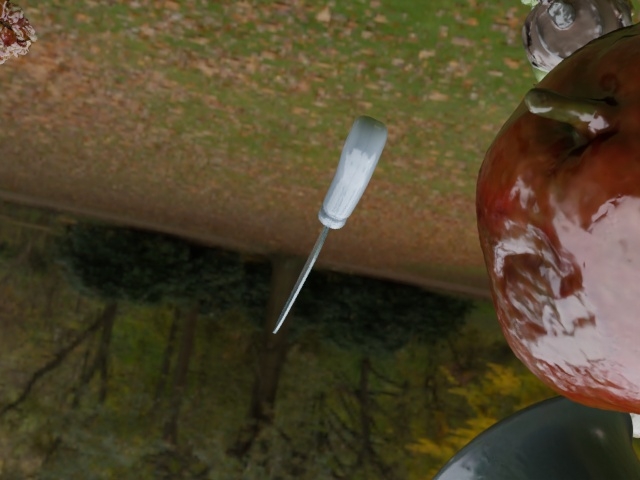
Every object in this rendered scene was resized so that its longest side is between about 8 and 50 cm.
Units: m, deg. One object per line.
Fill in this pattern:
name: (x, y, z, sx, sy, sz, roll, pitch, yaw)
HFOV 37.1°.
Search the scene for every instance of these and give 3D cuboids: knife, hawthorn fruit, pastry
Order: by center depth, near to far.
hawthorn fruit: (0.183, -0.015, 0.506, 0.224, 0.224, 0.261, 8, 162, 36)
pastry: (-0.386, -0.239, 1.018, 0.169, 0.063, 0.087, 28, 150, 13)
knife: (0.000, 0.001, 1.144, 0.044, 0.331, 0.080, 22, -152, -5)

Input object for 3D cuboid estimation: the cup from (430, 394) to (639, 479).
cup: (0.180, 0.228, 0.672, 0.199, 0.199, 0.150, 13, -152, -37)

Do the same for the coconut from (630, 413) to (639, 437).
coconut: (0.536, 0.208, 1.579, 0.222, 0.202, 0.202, -26, -168, -22)

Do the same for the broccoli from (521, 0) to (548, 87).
broccoli: (0.278, -0.340, 1.184, 0.186, 0.254, 0.302, 5, 158, -4)

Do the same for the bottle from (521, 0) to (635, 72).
bottle: (0.227, -0.180, 0.833, 0.098, 0.099, 0.152, 10, -167, 16)
